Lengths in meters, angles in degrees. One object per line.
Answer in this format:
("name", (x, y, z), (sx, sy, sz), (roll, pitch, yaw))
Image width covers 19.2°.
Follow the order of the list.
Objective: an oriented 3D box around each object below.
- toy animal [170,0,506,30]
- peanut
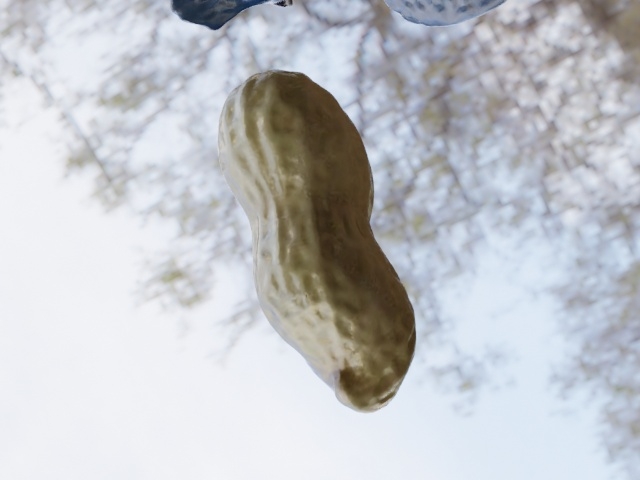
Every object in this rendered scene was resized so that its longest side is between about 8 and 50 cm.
("toy animal", (0.046, -0.183, 0.857), (0.176, 0.255, 0.239), (-12, -123, -41))
("peanut", (0.000, 0.000, 0.987), (0.082, 0.082, 0.187), (-3, -107, -50))
